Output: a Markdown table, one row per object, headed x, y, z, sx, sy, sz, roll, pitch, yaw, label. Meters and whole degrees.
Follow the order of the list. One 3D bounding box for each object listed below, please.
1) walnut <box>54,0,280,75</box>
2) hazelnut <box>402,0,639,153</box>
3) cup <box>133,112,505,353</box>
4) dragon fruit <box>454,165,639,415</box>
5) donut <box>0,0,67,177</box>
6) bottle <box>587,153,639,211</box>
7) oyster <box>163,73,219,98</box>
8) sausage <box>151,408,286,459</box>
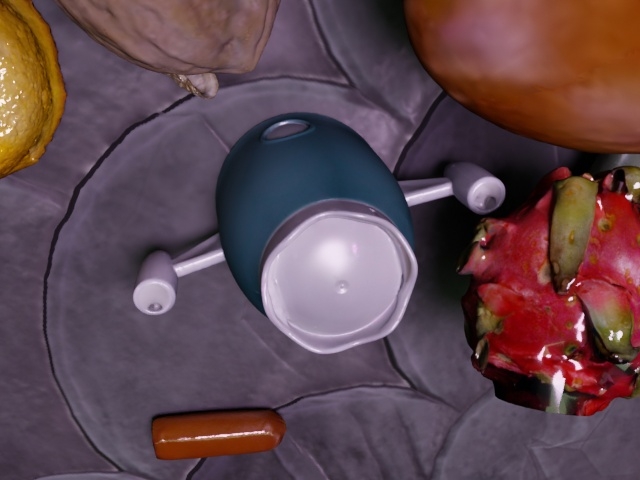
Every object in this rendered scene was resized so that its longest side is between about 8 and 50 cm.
| x | y | z | sx | sy | sz | roll | pitch | yaw | label |
| --- | --- | --- | --- | --- | --- | --- | --- | --- | --- |
| -0.108 | -0.207 | 0.430 | 0.178 | 0.178 | 0.230 | -33 | 108 | 4 | walnut |
| 0.201 | -0.222 | 0.396 | 0.315 | 0.372 | 0.372 | 3 | 118 | -52 | hazelnut |
| 0.000 | 0.000 | 0.535 | 0.299 | 0.173 | 0.167 | -18 | 115 | -4 | cup |
| 0.180 | 0.030 | 0.485 | 0.160 | 0.166 | 0.172 | 8 | 89 | -16 | dragon fruit |
| -0.288 | -0.111 | 0.488 | 0.190 | 0.074 | 0.174 | -1 | 113 | -10 | donut |
| 0.326 | -0.064 | 0.577 | 0.168 | 0.168 | 0.347 | 19 | 105 | -17 | bottle |
| -0.124 | -0.134 | 0.515 | 0.038 | 0.080 | 0.083 | -38 | 79 | 30 | oyster |
| -0.099 | 0.190 | 0.667 | 0.131 | 0.039 | 0.041 | -1 | 110 | -9 | sausage |
